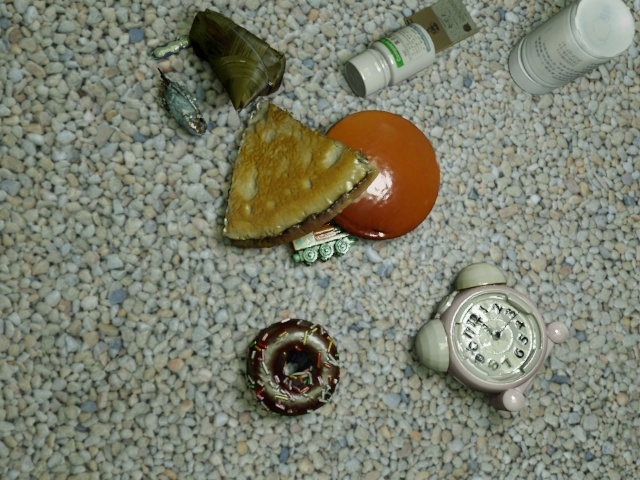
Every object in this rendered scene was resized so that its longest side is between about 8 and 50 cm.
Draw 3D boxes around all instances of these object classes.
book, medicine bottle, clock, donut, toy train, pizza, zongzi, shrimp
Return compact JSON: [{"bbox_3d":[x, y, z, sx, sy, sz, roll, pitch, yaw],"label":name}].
[{"bbox_3d":[0.367,-0.650,1.909,0.199,0.016,0.138,-30,89,-12],"label":"book"},{"bbox_3d":[0.195,-0.510,1.800,0.237,0.139,0.139,-30,89,-11],"label":"medicine bottle"},{"bbox_3d":[0.460,0.262,1.741,0.326,0.184,0.342,37,73,0],"label":"clock"},{"bbox_3d":[-0.070,0.336,1.668,0.270,0.103,0.269,1,85,-10],"label":"donut"},{"bbox_3d":[0.000,0.000,1.737,0.176,0.074,0.118,-17,83,-10],"label":"toy train"},{"bbox_3d":[0.703,-0.554,1.806,0.190,0.332,0.190,2,84,-15],"label":"medicine bottle"},{"bbox_3d":[-0.105,-0.131,1.663,0.435,0.080,0.392,35,93,32],"label":"pizza"},{"bbox_3d":[-0.253,-0.462,1.657,0.286,0.138,0.300,32,43,-4],"label":"zongzi"},{"bbox_3d":[-0.382,-0.381,1.710,0.090,0.079,0.233,-35,84,25],"label":"shrimp"}]

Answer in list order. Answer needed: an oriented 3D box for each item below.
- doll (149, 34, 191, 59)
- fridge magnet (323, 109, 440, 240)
[{"bbox_3d":[-0.410,-0.532,1.743,0.125,0.027,0.037,-29,97,-13],"label":"doll"},{"bbox_3d":[0.154,-0.179,1.742,0.364,0.155,0.363,1,83,-11],"label":"fridge magnet"}]
